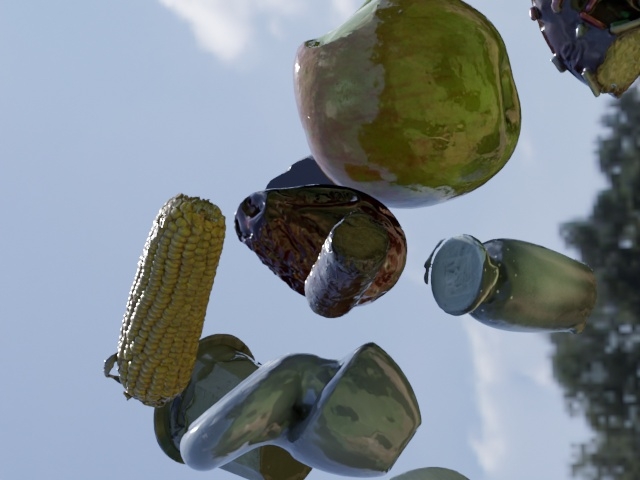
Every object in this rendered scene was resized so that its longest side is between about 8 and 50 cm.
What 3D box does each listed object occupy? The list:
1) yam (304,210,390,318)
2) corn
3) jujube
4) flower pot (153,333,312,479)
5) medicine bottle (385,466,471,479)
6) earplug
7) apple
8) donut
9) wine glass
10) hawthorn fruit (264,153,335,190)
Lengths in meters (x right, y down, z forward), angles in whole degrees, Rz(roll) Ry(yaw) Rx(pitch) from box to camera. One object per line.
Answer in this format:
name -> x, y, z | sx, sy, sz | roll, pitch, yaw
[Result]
yam -> 0.030, 0.031, 1.957 | 0.141, 0.079, 0.079 | 117, 165, -57
corn -> -0.175, 0.066, 1.880 | 0.106, 0.106, 0.293 | -57, -13, -57
jujube -> 0.000, 0.000, 2.161 | 0.236, 0.168, 0.168 | 19, -117, -28
flower pot -> -0.107, 0.263, 2.412 | 0.212, 0.202, 0.212 | -19, -63, -43
medicine bottle -> 0.161, 0.344, 1.206 | 0.211, 0.371, 0.211 | -20, -54, -29
earplug -> -0.030, 0.234, 2.121 | 0.214, 0.325, 0.175 | -34, -66, -71
apple -> 0.136, -0.214, 2.413 | 0.339, 0.339, 0.339 | -4, -90, -69
donut -> 0.377, -0.363, 1.967 | 0.136, 0.345, 0.259 | -14, -113, -46
wine glass -> 0.232, 0.054, 1.926 | 0.204, 0.111, 0.111 | 13, -108, -37
hawthorn fruit -> 0.012, -0.038, 2.832 | 0.251, 0.189, 0.189 | 44, -138, -30
